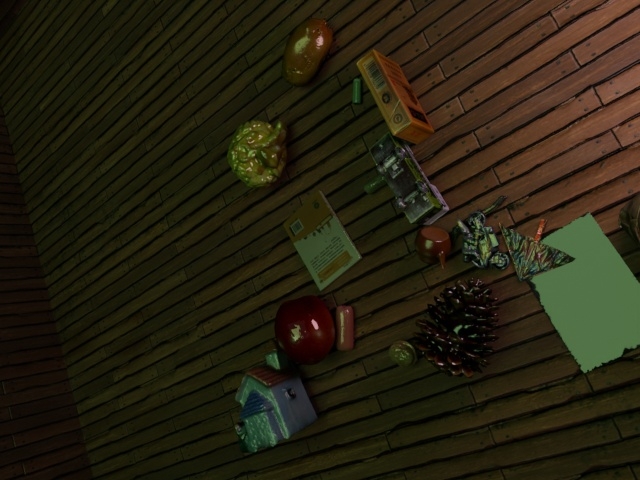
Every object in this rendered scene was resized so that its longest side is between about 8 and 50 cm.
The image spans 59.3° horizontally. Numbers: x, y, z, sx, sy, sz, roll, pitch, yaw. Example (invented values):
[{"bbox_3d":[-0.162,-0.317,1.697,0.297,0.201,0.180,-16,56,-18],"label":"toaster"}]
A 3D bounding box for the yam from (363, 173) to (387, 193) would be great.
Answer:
[{"bbox_3d":[0.189,-0.190,1.853,0.094,0.043,0.043,-31,73,31],"label":"yam"}]

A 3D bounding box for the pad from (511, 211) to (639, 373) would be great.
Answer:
[{"bbox_3d":[0.717,0.140,1.517,0.247,0.007,0.368,-38,69,29],"label":"pad"}]

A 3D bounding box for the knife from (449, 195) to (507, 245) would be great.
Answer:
[{"bbox_3d":[0.462,-0.067,1.679,0.045,0.021,0.222,48,118,7],"label":"knife"}]

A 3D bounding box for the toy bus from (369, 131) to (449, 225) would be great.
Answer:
[{"bbox_3d":[0.273,-0.189,1.745,0.113,0.139,0.302,-39,61,27],"label":"toy bus"}]

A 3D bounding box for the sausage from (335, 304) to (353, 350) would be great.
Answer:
[{"bbox_3d":[0.082,0.297,1.911,0.062,0.062,0.154,-1,90,34],"label":"sausage"}]

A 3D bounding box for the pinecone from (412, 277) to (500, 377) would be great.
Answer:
[{"bbox_3d":[0.394,0.242,1.602,0.246,0.246,0.292,21,91,32],"label":"pinecone"}]

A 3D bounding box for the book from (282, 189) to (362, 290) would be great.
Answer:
[{"bbox_3d":[0.000,0.000,1.993,0.208,0.020,0.296,-40,69,27],"label":"book"}]

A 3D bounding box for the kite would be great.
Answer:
[{"bbox_3d":[0.594,0.026,1.591,0.232,0.009,0.189,27,105,31],"label":"kite"}]

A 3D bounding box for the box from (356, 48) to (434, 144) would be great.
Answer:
[{"bbox_3d":[0.234,-0.441,1.744,0.076,0.174,0.274,-34,71,30],"label":"box"}]

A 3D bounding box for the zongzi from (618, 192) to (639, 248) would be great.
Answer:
[{"bbox_3d":[0.884,-0.111,1.138,0.218,0.467,0.500,45,113,3],"label":"zongzi"}]

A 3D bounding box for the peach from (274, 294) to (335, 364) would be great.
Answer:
[{"bbox_3d":[-0.058,0.310,1.921,0.243,0.199,0.244,179,90,-65],"label":"peach"}]

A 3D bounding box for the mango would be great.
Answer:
[{"bbox_3d":[-0.054,-0.660,1.971,0.249,0.151,0.156,-59,30,26],"label":"mango"}]

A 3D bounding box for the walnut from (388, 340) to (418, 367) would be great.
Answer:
[{"bbox_3d":[0.263,0.359,1.778,0.096,0.079,0.083,20,102,32],"label":"walnut"}]

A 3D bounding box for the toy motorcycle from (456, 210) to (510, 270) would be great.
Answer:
[{"bbox_3d":[0.463,0.015,1.653,0.124,0.061,0.194,-31,83,24],"label":"toy motorcycle"}]

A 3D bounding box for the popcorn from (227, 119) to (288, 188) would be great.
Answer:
[{"bbox_3d":[-0.213,-0.322,2.037,0.251,0.206,0.237,-37,53,10],"label":"popcorn"}]

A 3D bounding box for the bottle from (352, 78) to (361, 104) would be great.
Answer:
[{"bbox_3d":[0.124,-0.504,1.905,0.030,0.030,0.083,1,89,34],"label":"bottle"}]

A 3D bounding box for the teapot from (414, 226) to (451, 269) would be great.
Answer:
[{"bbox_3d":[0.338,0.023,1.722,0.116,0.116,0.173,-61,34,18],"label":"teapot"}]

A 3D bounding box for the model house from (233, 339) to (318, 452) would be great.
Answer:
[{"bbox_3d":[-0.195,0.527,1.958,0.251,0.294,0.330,-22,80,28],"label":"model house"}]
